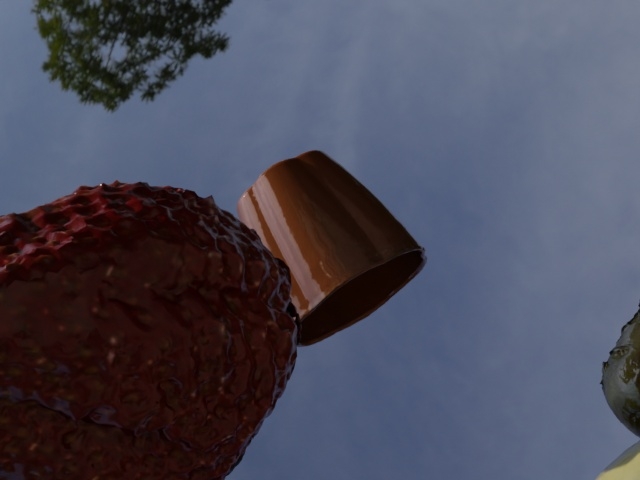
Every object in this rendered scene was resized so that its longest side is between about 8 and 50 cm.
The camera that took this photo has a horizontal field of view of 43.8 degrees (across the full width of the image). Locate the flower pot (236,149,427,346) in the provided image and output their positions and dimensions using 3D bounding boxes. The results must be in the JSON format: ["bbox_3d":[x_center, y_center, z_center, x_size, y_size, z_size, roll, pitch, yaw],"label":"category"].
[{"bbox_3d":[0.000,0.000,0.906,0.190,0.190,0.173,-24,-109,-30],"label":"flower pot"}]

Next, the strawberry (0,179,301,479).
[{"bbox_3d":[-0.151,0.074,0.546,0.288,0.238,0.250,31,-138,-62],"label":"strawberry"}]

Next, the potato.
[{"bbox_3d":[0.397,0.132,0.838,0.164,0.081,0.200,43,-82,-3],"label":"potato"}]

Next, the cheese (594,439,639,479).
[{"bbox_3d":[0.359,0.294,0.719,0.128,0.316,0.260,-3,-114,-36],"label":"cheese"}]
